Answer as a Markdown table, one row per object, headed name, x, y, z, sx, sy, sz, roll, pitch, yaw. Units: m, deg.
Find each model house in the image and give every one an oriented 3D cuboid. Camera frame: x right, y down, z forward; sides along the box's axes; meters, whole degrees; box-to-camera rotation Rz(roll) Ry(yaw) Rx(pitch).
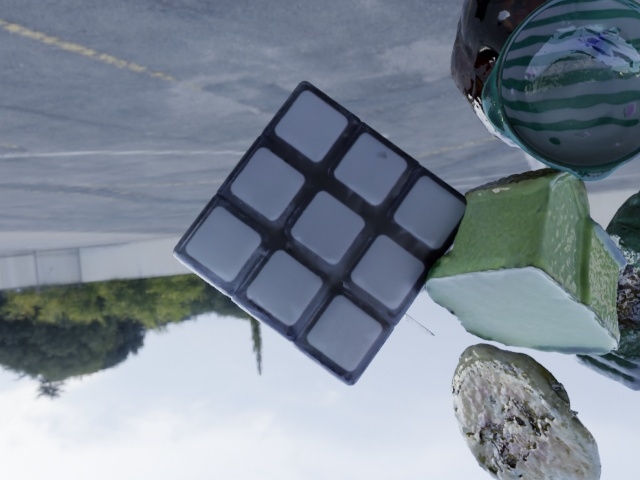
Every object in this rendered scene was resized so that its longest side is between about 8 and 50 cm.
| name | x | y | z | sx | sy | sz | roll | pitch | yaw |
| --- | --- | --- | --- | --- | --- | --- | --- | --- | --- |
| model house | 0.271 | 0.019 | 0.866 | 0.214 | 0.189 | 0.195 | 36 | 152 | -28 |

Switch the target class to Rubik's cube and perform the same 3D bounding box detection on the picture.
| name | x | y | z | sx | sy | sz | roll | pitch | yaw |
| --- | --- | --- | --- | --- | --- | --- | --- | --- | --- |
| Rubik's cube | 0.000 | 0.000 | 1.028 | 0.301 | 0.304 | 0.305 | 36 | 171 | 2 |

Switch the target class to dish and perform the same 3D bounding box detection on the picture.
| name | x | y | z | sx | sy | sz | roll | pitch | yaw |
| --- | --- | --- | --- | --- | --- | --- | --- | --- | --- |
| dish | 0.292 | -0.190 | 0.781 | 0.224 | 0.246 | 0.078 | -6 | -177 | 8 |

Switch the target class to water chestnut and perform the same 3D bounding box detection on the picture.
| name | x | y | z | sx | sy | sz | roll | pitch | yaw |
| --- | --- | --- | --- | --- | --- | --- | --- | --- | --- |
| water chestnut | 0.318 | -0.280 | 0.987 | 0.289 | 0.289 | 0.244 | -6 | 141 | 31 |

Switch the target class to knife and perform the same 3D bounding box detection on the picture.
| name | x | y | z | sx | sy | sz | roll | pitch | yaw |
| --- | --- | --- | --- | --- | --- | --- | --- | --- | --- |
| knife | 0.128 | 0.120 | 1.480 | 0.017 | 0.298 | 0.047 | -40 | 151 | -20 |

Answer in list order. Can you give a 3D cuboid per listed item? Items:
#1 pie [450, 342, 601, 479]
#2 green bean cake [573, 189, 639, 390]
| name | x | y | z | sx | sy | sz | roll | pitch | yaw |
| --- | --- | --- | --- | --- | --- | --- | --- | --- | --- |
| pie | 0.375 | 0.350 | 1.299 | 0.077 | 0.339 | 0.339 | -32 | -165 | -33 |
| green bean cake | 0.605 | 0.089 | 1.315 | 0.169 | 0.300 | 0.308 | 24 | 153 | 33 |
